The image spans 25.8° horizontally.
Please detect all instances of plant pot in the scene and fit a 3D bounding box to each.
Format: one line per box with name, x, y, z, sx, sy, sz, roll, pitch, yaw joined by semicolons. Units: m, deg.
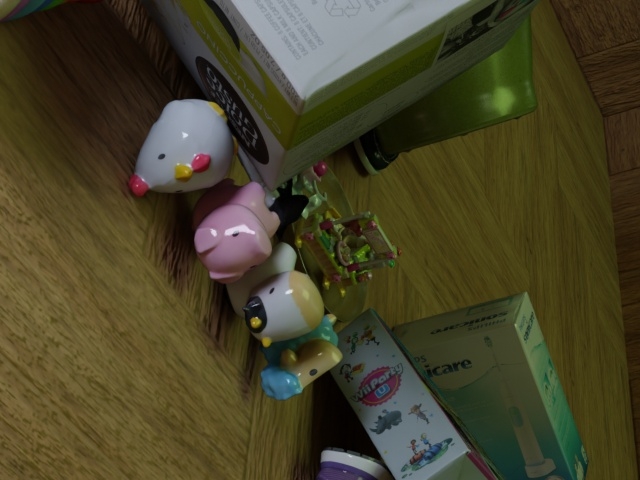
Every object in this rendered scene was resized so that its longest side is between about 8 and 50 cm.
plant pot;0.000;0.000;1.888;0.236;0.032;0.236;47;35;-49
plant pot;0.156;-0.321;2.036;0.366;0.367;0.353;-24;98;-68

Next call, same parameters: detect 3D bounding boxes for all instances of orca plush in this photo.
orca plush;-0.063;-0.150;1.640;0.151;0.102;0.287;72;-8;-54

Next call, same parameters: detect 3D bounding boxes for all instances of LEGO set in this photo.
LEGO set;0.059;0.000;1.841;0.287;0.107;0.132;38;41;-55

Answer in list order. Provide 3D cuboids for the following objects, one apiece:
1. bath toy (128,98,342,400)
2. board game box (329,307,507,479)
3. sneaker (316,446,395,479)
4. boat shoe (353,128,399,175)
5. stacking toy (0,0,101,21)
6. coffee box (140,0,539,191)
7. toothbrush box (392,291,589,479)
bath toy;-0.095;0.009;1.540;0.129;0.151;0.348;-44;121;-28
board game box;0.136;0.253;1.761;0.224;0.097;0.303;50;2;-38
sneaker;0.057;0.360;1.727;0.283;0.107;0.124;47;56;-51
boat shoe;0.126;-0.232;2.239;0.127;0.113;0.340;63;24;-27
stacking toy;-0.270;-0.273;1.312;0.330;0.141;0.141;-38;110;-72
coffee box;0.006;-0.305;1.443;0.337;0.338;0.334;55;-13;6
toothbrush box;0.242;0.251;2.051;0.295;0.216;0.126;67;22;-15
